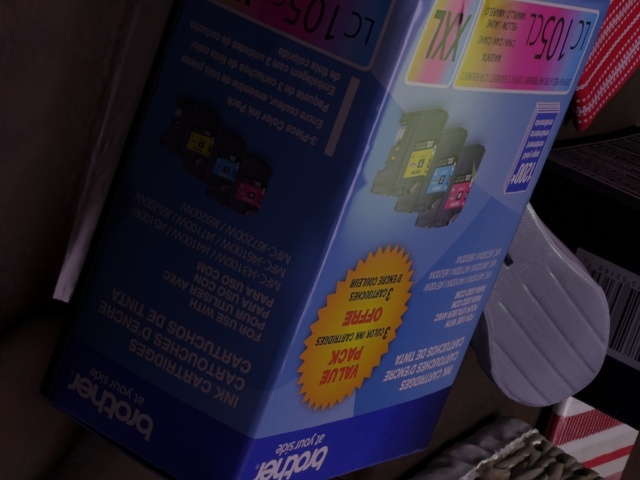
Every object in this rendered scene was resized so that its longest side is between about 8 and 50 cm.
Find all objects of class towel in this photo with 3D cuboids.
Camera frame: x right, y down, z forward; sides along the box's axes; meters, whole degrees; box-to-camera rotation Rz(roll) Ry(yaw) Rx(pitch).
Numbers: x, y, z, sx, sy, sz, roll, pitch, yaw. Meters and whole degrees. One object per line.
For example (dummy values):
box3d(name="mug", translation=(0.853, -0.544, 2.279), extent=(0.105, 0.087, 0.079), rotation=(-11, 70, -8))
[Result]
box3d(name="towel", translation=(0.267, -0.241, 1.507), extent=(0.199, 0.031, 0.275), rotation=(-47, 151, -26))
box3d(name="towel", translation=(0.301, 0.167, 1.959), extent=(0.237, 0.037, 0.329), rotation=(-6, 119, -57))

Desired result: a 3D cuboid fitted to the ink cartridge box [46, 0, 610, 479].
box3d(name="ink cartridge box", translation=(0.000, 0.000, 1.124), extent=(0.270, 0.151, 0.395), rotation=(-6, 122, -60))

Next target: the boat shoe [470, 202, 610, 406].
box3d(name="boat shoe", translation=(0.136, 0.015, 1.367), extent=(0.109, 0.094, 0.302), rotation=(-32, 137, 0))

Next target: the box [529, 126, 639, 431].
box3d(name="box", translation=(0.318, 0.044, 1.569), extent=(0.294, 0.296, 0.182), rotation=(-13, 126, -57))

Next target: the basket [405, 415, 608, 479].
box3d(name="basket", translation=(0.157, 0.391, 1.652), extent=(0.328, 0.266, 0.331), rotation=(-24, 134, -50))

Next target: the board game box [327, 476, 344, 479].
box3d(name="board game box", translation=(-0.070, 0.307, 1.425), extent=(0.281, 0.027, 0.145), rotation=(-62, 156, -1))
